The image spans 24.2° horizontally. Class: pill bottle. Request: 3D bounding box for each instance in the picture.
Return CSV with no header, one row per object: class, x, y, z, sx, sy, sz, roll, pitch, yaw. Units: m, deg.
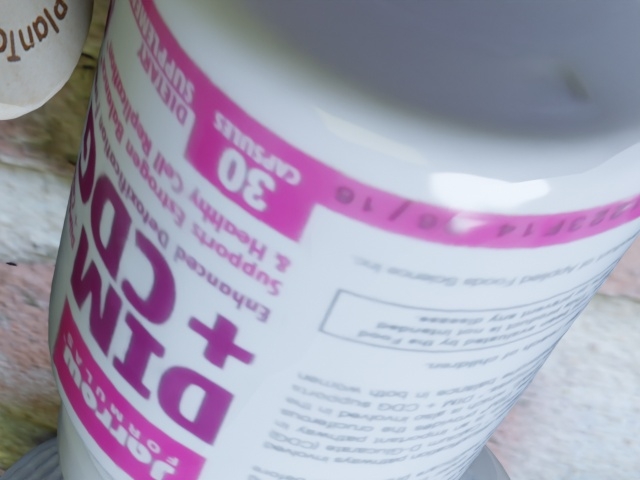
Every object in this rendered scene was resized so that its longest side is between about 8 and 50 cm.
pill bottle,0.000,0.000,0.471,0.160,0.160,0.283,22,141,-1

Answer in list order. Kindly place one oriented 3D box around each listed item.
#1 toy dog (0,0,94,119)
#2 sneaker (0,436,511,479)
toy dog,-0.152,-0.173,0.384,0.220,0.161,0.334,14,126,12
sneaker,-0.022,0.152,0.691,0.321,0.126,0.127,-7,130,45
